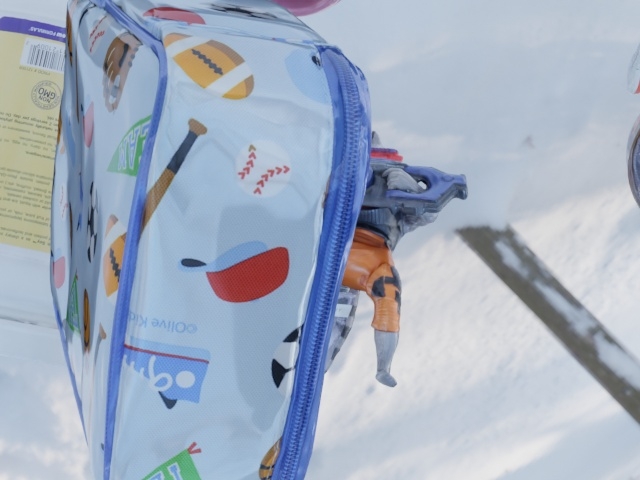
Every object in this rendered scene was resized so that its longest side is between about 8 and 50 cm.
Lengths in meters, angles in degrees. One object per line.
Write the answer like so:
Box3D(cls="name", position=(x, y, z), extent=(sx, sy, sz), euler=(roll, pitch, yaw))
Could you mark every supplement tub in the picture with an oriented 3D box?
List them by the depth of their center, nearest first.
Box3D(cls="supplement tub", position=(-0.280, -0.054, 1.031), extent=(0.241, 0.241, 0.331), euler=(22, 77, -60))

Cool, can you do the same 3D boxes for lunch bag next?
Box3D(cls="lunch bag", position=(-0.077, -0.008, 0.548), extent=(0.115, 0.303, 0.243), euler=(3, 109, -19))

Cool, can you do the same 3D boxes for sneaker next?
Box3D(cls="sneaker", position=(0.435, -0.244, 1.321), extent=(0.158, 0.065, 0.061), euler=(95, 6, -59))

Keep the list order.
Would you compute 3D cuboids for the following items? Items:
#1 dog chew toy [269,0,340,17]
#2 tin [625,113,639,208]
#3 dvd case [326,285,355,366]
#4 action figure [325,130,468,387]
Box3D(cls="dog chew toy", position=(-0.043, -0.457, 1.362), extent=(0.207, 0.331, 0.206), euler=(-4, 155, -2))
Box3D(cls="tin", position=(0.283, -0.031, 0.670), extent=(0.106, 0.190, 0.040), euler=(-53, -172, 29))
Box3D(cls="dvd case", position=(-0.080, 0.126, 0.868), extent=(0.165, 0.018, 0.221), euler=(7, 118, -28))
Box3D(cls="action figure", position=(0.000, 0.000, 1.312), extent=(0.178, 0.341, 0.330), euler=(78, 29, -54))
